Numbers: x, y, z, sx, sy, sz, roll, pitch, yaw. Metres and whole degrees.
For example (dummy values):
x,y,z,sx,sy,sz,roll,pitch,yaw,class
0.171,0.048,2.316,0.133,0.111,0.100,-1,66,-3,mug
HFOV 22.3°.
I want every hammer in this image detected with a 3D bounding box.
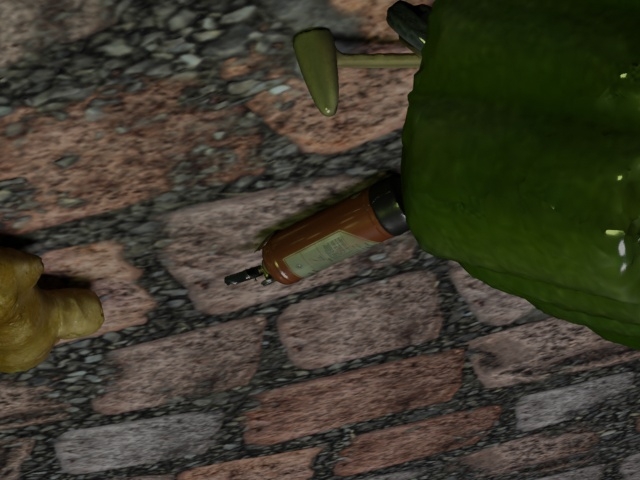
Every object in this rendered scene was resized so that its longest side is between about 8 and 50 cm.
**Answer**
x,y,z,sx,sy,sz,roll,pitch,yaw,class
0.074,-0.119,1.137,0.195,0.060,0.028,-6,157,-30,hammer

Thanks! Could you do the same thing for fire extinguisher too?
x,y,z,sx,sy,sz,roll,pitch,yaw,class
0.000,0.000,1.377,0.177,0.050,0.062,-26,174,26,fire extinguisher

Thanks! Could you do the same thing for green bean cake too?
x,y,z,sx,sy,sz,roll,pitch,yaw,class
0.204,-0.107,0.876,0.218,0.335,0.319,14,170,43,green bean cake

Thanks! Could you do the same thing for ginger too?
x,y,z,sx,sy,sz,roll,pitch,yaw,class
-0.272,0.043,1.294,0.118,0.065,0.299,-31,158,4,ginger

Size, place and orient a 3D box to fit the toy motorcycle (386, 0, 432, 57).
x,y,z,sx,sy,sz,roll,pitch,yaw,class
0.146,-0.097,1.083,0.225,0.152,0.073,14,115,-49,toy motorcycle
